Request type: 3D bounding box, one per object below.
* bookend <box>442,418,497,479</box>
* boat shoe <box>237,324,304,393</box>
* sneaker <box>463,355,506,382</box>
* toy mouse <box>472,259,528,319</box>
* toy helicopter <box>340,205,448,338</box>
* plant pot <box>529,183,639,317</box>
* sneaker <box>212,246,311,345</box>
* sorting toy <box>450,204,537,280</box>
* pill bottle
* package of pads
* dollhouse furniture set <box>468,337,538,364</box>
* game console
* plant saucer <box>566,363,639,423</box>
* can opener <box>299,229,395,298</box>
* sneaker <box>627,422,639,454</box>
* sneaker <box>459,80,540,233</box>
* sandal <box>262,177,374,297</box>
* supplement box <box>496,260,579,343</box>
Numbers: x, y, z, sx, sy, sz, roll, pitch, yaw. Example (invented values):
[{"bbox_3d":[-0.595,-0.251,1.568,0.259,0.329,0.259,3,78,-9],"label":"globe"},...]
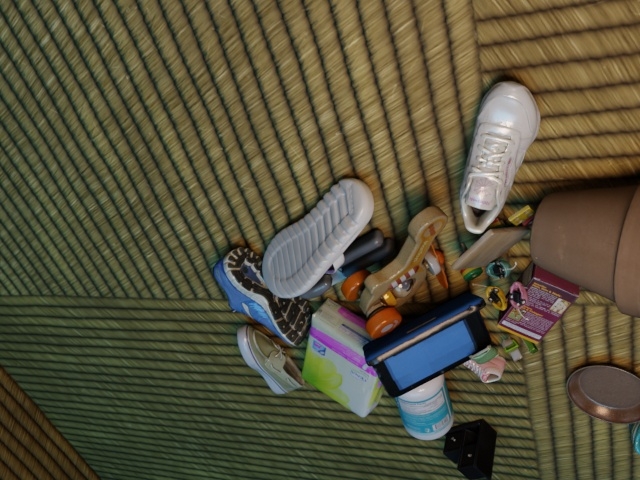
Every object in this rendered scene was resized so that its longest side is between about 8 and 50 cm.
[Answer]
[{"bbox_3d":[0.415,0.612,1.880,0.072,0.156,0.157,43,134,-18],"label":"bookend"},{"bbox_3d":[-0.143,0.342,1.919,0.094,0.109,0.302,-17,133,16],"label":"boat shoe"},{"bbox_3d":[0.403,0.321,1.677,0.134,0.070,0.051,10,136,16],"label":"sneaker"},{"bbox_3d":[0.406,0.092,1.409,0.161,0.031,0.143,51,146,38],"label":"toy mouse"},{"bbox_3d":[0.203,0.050,1.428,0.140,0.235,0.355,57,149,28],"label":"toy helicopter"},{"bbox_3d":[0.530,-0.003,1.227,0.229,0.263,0.263,14,138,38],"label":"plant pot"},{"bbox_3d":[-0.155,0.153,1.740,0.147,0.130,0.330,-15,121,50],"label":"sneaker"},{"bbox_3d":[0.354,-0.002,1.370,0.274,0.132,0.046,-51,56,42],"label":"sorting toy"},{"bbox_3d":[0.268,0.403,1.755,0.146,0.146,0.264,-1,129,24],"label":"pill bottle"},{"bbox_3d":[0.076,0.322,1.759,0.229,0.101,0.296,30,139,19],"label":"package of pads"},{"bbox_3d":[0.445,0.277,1.590,0.151,0.058,0.076,-34,149,18],"label":"dollhouse furniture set"},{"bbox_3d":[0.264,0.259,1.521,0.293,0.250,0.173,-29,89,2],"label":"game console"},{"bbox_3d":[0.707,0.367,1.597,0.198,0.036,0.198,19,134,21],"label":"plant saucer"},{"bbox_3d":[0.060,0.068,1.575,0.074,0.093,0.280,35,131,-27],"label":"can opener"},{"bbox_3d":[0.836,0.422,1.558,0.107,0.110,0.275,21,135,4],"label":"sneaker"},{"bbox_3d":[0.329,-0.144,1.218,0.114,0.152,0.305,14,133,13],"label":"sneaker"},{"bbox_3d":[0.004,0.014,1.530,0.102,0.169,0.416,3,150,-39],"label":"sandal"},{"bbox_3d":[0.483,0.133,1.459,0.104,0.081,0.188,23,136,3],"label":"supplement box"}]
